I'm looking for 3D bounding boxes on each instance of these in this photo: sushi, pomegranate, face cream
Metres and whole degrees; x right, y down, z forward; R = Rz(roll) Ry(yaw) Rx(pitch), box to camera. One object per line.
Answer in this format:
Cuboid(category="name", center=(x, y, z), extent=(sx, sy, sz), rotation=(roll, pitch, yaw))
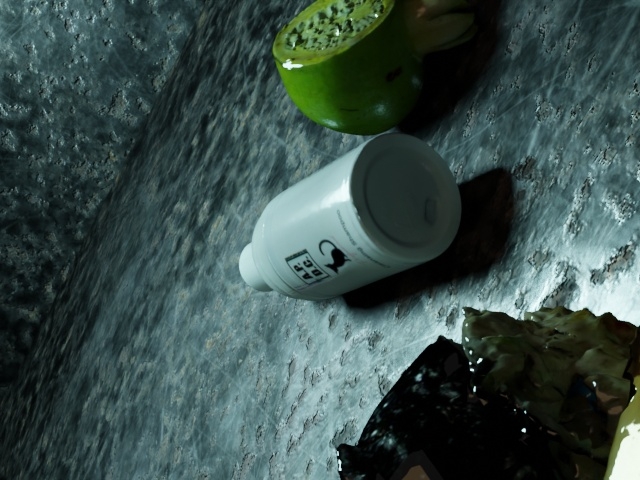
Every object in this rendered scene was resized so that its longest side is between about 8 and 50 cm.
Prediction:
Cuboid(category="sushi", center=(0.153, 0.134, 0.674), extent=(0.219, 0.225, 0.238), rotation=(-51, 53, 4))
Cuboid(category="pomegranate", center=(0.071, -0.230, 1.262), extent=(0.241, 0.159, 0.190), rotation=(-38, 34, -4))
Cuboid(category="face cream", center=(0.000, 0.000, 1.196), extent=(0.369, 0.145, 0.145), rotation=(-28, 44, 56))

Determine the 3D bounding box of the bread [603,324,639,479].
Cuboid(category="bread", center=(0.251, 0.071, 0.559), extent=(0.224, 0.183, 0.211), rotation=(-50, 27, 27))
